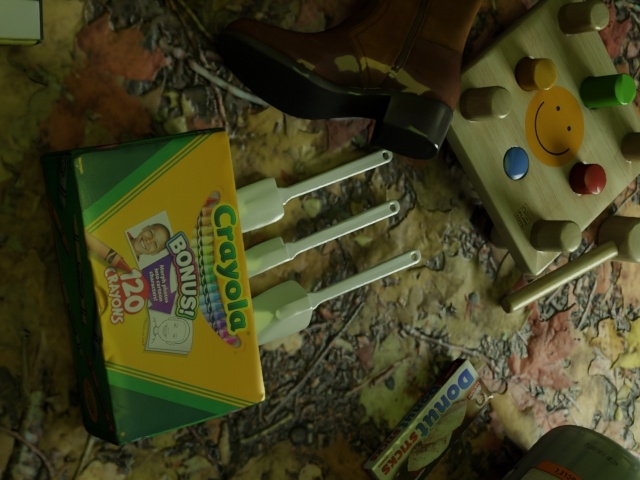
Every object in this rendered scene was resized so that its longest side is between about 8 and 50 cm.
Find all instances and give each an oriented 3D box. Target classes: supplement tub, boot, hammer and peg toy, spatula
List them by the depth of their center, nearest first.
[{"bbox_3d":[0.050,-0.257,1.354,0.264,0.096,0.280,19,68,-4],"label":"boot"},{"bbox_3d":[0.000,0.000,1.383,0.242,0.019,0.168,-22,98,-32],"label":"spatula"},{"bbox_3d":[0.240,0.376,1.447,0.316,0.193,0.193,-41,113,-26],"label":"supplement tub"},{"bbox_3d":[0.288,-0.083,1.501,0.266,0.127,0.361,-41,112,-26],"label":"hammer and peg toy"}]

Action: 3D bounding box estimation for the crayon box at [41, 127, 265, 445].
[{"bbox_3d":[-0.159,0.040,1.237,0.165,0.081,0.278,-13,98,-32],"label":"crayon box"}]

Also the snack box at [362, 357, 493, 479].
[{"bbox_3d":[0.125,0.219,1.467,0.178,0.022,0.064,-46,113,-23],"label":"snack box"}]

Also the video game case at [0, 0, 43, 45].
[{"bbox_3d":[-0.368,-0.312,1.114,0.248,0.035,0.275,-3,94,-33],"label":"video game case"}]
